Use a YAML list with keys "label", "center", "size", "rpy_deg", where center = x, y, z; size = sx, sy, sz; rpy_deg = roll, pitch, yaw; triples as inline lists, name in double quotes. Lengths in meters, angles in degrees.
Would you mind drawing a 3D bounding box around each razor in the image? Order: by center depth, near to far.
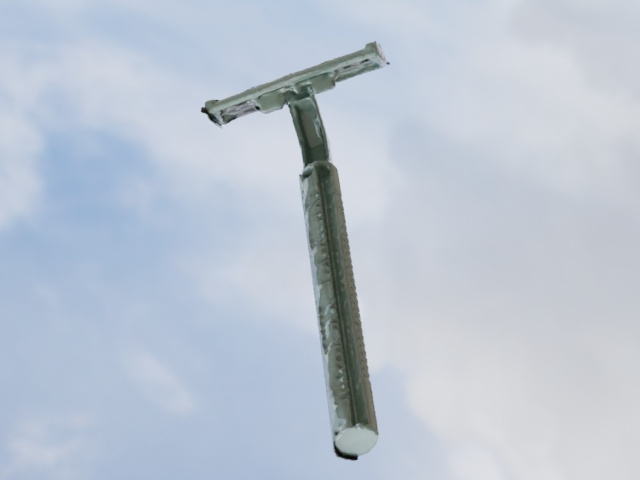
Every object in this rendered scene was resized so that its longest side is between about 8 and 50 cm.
- label: "razor"
  center: [0.003, 0.005, 0.807]
  size: [0.036, 0.084, 0.211]
  rpy_deg: [59, -164, -47]
